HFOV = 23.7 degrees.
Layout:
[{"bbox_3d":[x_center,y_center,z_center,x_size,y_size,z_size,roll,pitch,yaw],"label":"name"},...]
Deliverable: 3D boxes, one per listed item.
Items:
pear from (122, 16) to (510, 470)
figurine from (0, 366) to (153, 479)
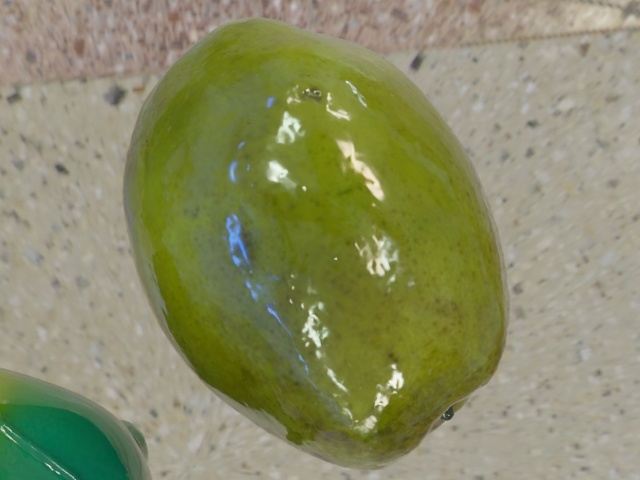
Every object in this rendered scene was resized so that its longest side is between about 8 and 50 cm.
[{"bbox_3d":[0.000,0.000,1.038,0.253,0.253,0.307,-37,74,-9],"label":"pear"},{"bbox_3d":[-0.239,0.191,1.089,0.340,0.324,0.231,27,48,4],"label":"figurine"}]
